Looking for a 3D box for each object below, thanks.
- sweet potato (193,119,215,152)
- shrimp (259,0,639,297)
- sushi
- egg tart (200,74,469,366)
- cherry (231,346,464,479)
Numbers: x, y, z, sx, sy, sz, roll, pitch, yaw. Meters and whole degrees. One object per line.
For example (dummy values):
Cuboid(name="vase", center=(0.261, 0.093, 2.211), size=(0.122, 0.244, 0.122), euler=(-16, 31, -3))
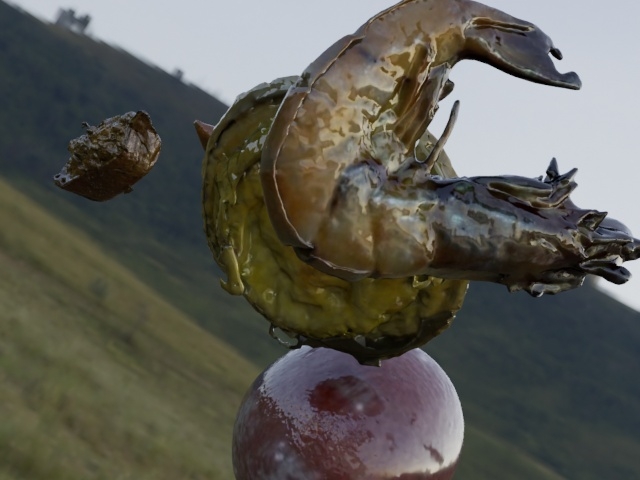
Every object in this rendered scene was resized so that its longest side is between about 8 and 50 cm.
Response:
Cuboid(name="sweet potato", center=(-0.120, -0.110, 1.672), size=(0.034, 0.034, 0.095), euler=(15, -31, 55))
Cuboid(name="shrimp", center=(0.096, -0.058, 0.850), size=(0.289, 0.178, 0.075), euler=(6, 10, -22))
Cuboid(name="sushi", center=(-0.175, -0.071, 1.133), size=(0.060, 0.118, 0.061), euler=(37, 26, -30))
Cuboid(name="egg tart", center=(0.000, 0.000, 1.232), size=(0.290, 0.291, 0.107), euler=(29, 32, 11))
Cuboid(name="cherry", center=(0.024, 0.199, 1.402), size=(0.213, 0.236, 0.285), euler=(48, 13, 7))
